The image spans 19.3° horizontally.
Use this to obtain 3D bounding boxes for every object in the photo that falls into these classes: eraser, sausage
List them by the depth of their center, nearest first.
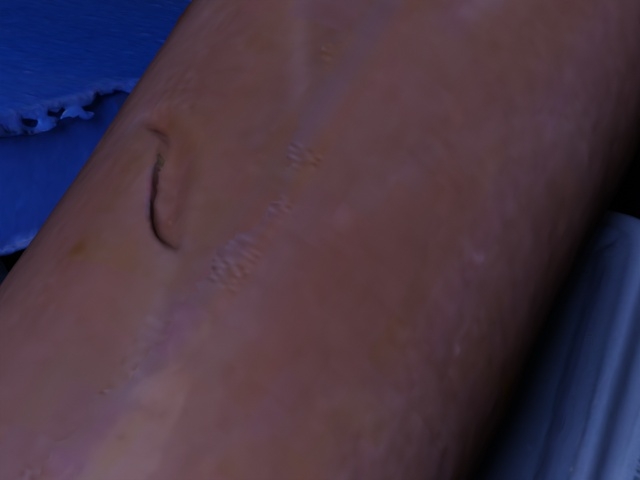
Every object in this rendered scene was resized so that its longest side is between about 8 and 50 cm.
[{"bbox_3d":[0.001,-0.001,0.461,0.121,0.121,0.304,16,57,24],"label":"sausage"},{"bbox_3d":[-0.101,-0.043,0.554,0.144,0.042,0.312,16,17,24],"label":"eraser"}]

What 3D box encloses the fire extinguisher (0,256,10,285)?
[{"bbox_3d":[-0.254,0.111,0.553,0.376,0.113,0.200,-31,24,-14],"label":"fire extinguisher"}]

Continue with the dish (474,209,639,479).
[{"bbox_3d":[0.037,0.066,0.529,0.151,0.077,0.212,9,54,20],"label":"dish"}]
